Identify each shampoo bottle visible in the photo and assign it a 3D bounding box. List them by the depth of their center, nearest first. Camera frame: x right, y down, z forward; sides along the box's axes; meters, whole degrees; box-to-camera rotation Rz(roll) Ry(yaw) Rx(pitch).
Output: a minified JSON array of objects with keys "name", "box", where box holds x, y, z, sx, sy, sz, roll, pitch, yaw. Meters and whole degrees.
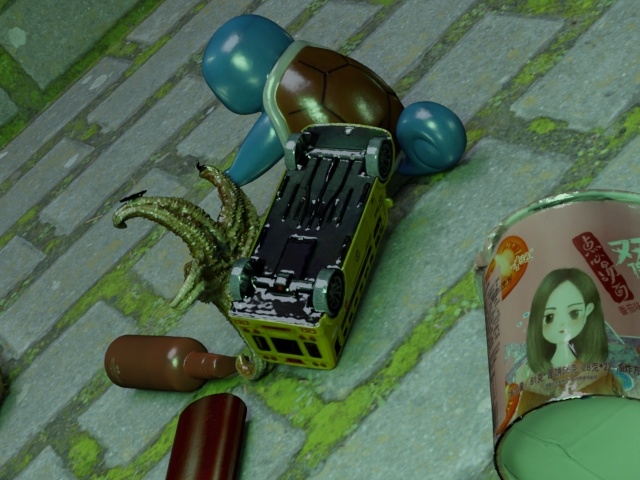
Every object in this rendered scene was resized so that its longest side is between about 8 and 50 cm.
[{"name":"shampoo bottle","box":[-0.150,0.302,1.649,0.102,0.064,0.260,-27,29,22]},{"name":"shampoo bottle","box":[-0.210,0.175,1.906,0.244,0.085,0.085,-3,44,46]}]

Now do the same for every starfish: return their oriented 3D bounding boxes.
[{"name":"starfish","box":[-0.146,0.031,1.827,0.113,0.303,0.312,-43,10,31]}]

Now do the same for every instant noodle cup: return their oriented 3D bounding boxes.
[{"name":"instant noodle cup","box":[0.259,0.113,1.253,0.243,0.243,0.231,-23,37,29]}]

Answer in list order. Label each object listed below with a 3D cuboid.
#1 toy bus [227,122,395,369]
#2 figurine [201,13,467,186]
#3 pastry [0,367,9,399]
[{"name":"toy bus","box":[0.000,0.000,1.781,0.145,0.151,0.331,5,54,24]},{"name":"figurine","box":[0.014,-0.167,1.965,0.416,0.243,0.298,26,66,16]},{"name":"pastry","box":[-0.653,0.249,2.224,0.275,0.193,0.275,-31,26,17]}]
